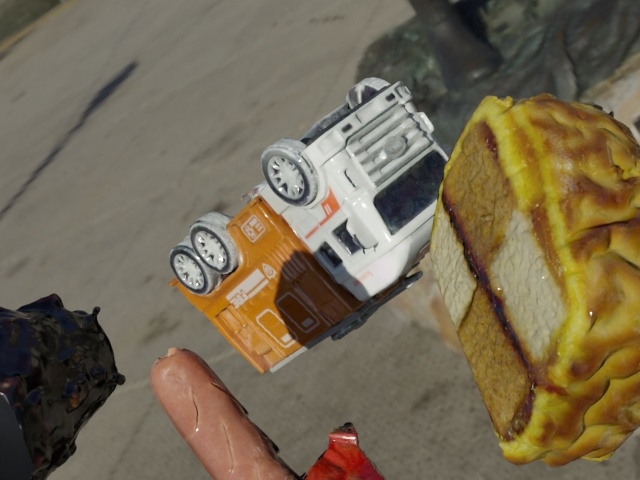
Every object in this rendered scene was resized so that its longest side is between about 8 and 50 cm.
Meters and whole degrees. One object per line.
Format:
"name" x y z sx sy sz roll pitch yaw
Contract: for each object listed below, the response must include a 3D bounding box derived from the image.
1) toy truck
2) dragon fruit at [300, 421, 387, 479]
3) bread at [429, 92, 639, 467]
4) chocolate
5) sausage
"toy truck" 0.000 0.000 1.242 0.173 0.207 0.387 -39 0 -35
"dragon fruit" 0.072 0.374 1.146 0.282 0.343 0.100 -38 1 -42
"bread" 0.150 0.021 0.740 0.096 0.181 0.222 0 48 -18
"chocolate" -0.202 0.102 0.792 0.156 0.156 0.133 -15 9 41
"sausage" -0.059 0.287 1.291 0.088 0.433 0.088 -37 -20 -16
